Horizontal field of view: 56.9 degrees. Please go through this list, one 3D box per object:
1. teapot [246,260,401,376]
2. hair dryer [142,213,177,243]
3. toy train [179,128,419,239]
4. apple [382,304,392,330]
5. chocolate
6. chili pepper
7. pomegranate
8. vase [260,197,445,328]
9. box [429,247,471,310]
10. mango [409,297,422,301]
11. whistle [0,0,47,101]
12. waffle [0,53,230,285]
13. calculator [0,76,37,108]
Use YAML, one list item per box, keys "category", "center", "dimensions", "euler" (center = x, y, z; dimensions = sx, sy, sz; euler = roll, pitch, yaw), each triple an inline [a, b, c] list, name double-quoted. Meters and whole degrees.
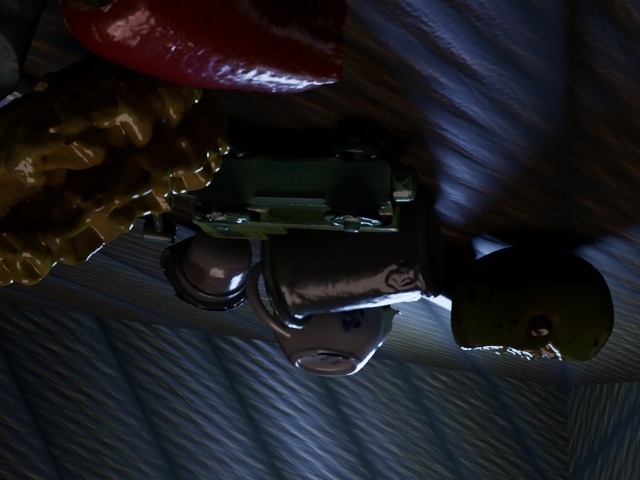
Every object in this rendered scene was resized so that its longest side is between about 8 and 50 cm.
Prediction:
- category: "teapot"
  center: [0.018, 0.155, 1.350]
  dimensions: [0.424, 0.280, 0.252]
  euler: [22, 146, -28]
- category: "hair dryer"
  center: [-0.350, -0.043, 1.280]
  dimensions: [0.071, 0.047, 0.150]
  euler: [7, 151, -8]
- category: "toy train"
  center: [-0.032, -0.073, 0.920]
  dimensions: [0.369, 0.150, 0.237]
  euler: [3, 169, 11]
- category: "apple"
  center: [0.077, 0.206, 1.581]
  dimensions: [0.201, 0.218, 0.218]
  euler: [21, 157, -31]
- category: "chocolate"
  center: [-0.229, 0.032, 1.285]
  dimensions: [0.221, 0.221, 0.147]
  euler: [12, 135, -15]
- category: "chili pepper"
  center: [-0.124, -0.191, 0.447]
  dimensions: [0.131, 0.134, 0.338]
  euler: [6, -173, 38]
- category: "pomegranate"
  center: [0.425, 0.109, 1.220]
  dimensions: [0.310, 0.216, 0.358]
  euler: [-2, -170, 13]
- category: "vase"
  center: [0.072, 0.034, 1.085]
  dimensions: [0.291, 0.245, 0.245]
  euler: [-8, 157, 20]
- category: "box"
  center: [0.270, 0.081, 1.298]
  dimensions: [0.069, 0.120, 0.224]
  euler: [-11, 153, 37]
- category: "mango"
  center: [0.155, 0.072, 1.321]
  dimensions: [0.233, 0.111, 0.125]
  euler: [20, 152, -37]
- category: "whistle"
  center: [-0.361, -0.220, 0.544]
  dimensions: [0.188, 0.168, 0.405]
  euler: [19, 158, -30]
- category: "waffle"
  center: [-0.231, -0.107, 0.616]
  dimensions: [0.261, 0.324, 0.151]
  euler: [-17, 122, 18]
- category: "calculator"
  center: [-0.449, -0.196, 0.837]
  dimensions: [0.141, 0.045, 0.246]
  euler: [-12, 153, 43]
